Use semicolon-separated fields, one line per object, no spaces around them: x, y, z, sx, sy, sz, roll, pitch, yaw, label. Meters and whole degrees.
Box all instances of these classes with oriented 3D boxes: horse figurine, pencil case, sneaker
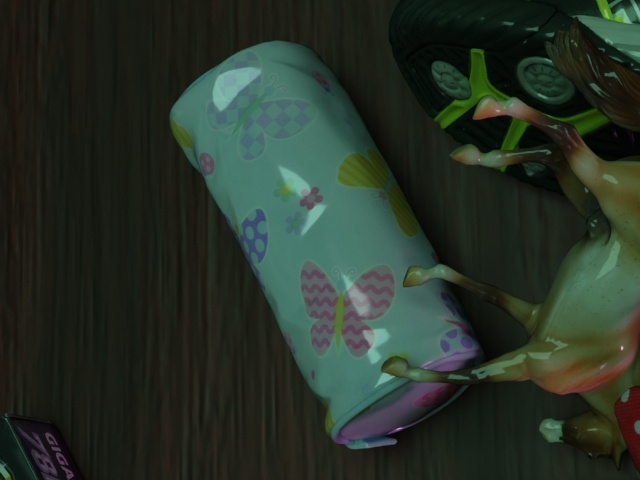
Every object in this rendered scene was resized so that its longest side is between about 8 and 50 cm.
0.148;0.009;1.011;0.174;0.066;0.263;16;108;-6;horse figurine
0.000;0.000;1.133;0.124;0.113;0.273;-39;67;22;pencil case
0.227;-0.116;1.071;0.385;0.145;0.147;10;51;27;sneaker

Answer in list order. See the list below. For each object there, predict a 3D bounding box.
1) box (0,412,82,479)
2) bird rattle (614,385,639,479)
-0.250;0.322;1.195;0.293;0.073;0.295;-37;68;11;box
0.173;0.207;0.930;0.207;0.143;0.253;-24;68;35;bird rattle
